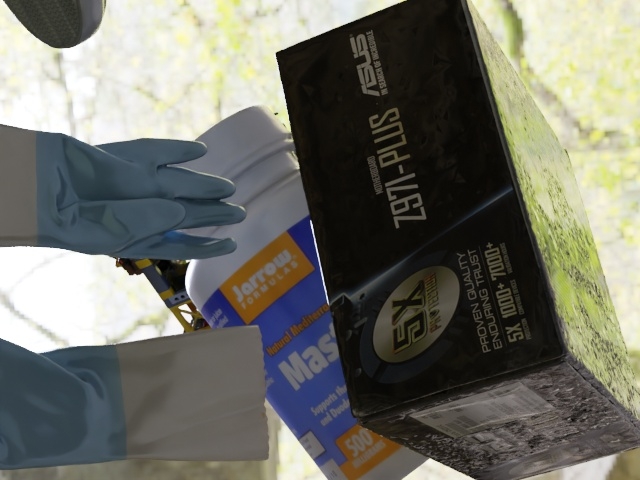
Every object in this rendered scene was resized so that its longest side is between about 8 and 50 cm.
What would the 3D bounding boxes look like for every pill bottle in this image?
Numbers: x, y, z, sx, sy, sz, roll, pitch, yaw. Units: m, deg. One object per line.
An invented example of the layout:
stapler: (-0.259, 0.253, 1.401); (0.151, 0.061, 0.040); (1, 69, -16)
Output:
pill bottle: (0.000, 0.041, 0.961); (0.272, 0.152, 0.152); (52, 174, 7)

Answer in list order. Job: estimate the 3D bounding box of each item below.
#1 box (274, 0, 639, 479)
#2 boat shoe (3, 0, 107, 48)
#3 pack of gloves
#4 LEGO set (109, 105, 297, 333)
box: (0.063, 0.009, 0.534); (0.180, 0.077, 0.147); (36, -142, -62)
boat shoe: (-0.150, -0.215, 0.694); (0.076, 0.083, 0.226); (-44, -50, -39)
pack of gloves: (-0.144, 0.032, 0.755); (0.046, 0.232, 0.195); (-24, 67, 53)
LEGO set: (0.000, 0.000, 1.181); (0.192, 0.331, 0.255); (59, -167, -27)
